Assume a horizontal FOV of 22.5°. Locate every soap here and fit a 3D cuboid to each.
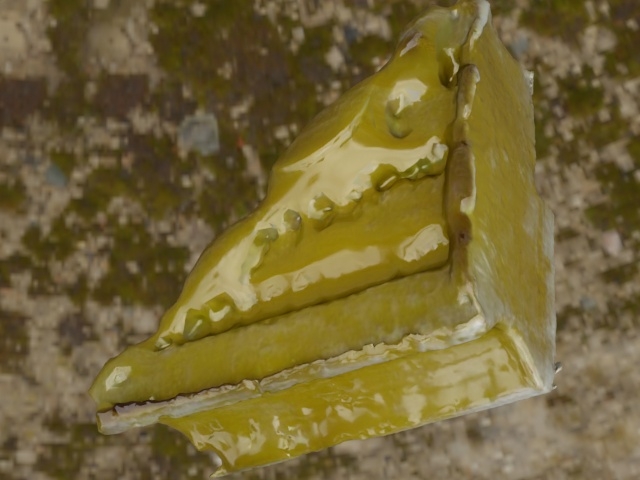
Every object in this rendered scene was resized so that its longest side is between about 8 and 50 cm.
[{"bbox_3d":[0.000,0.000,1.245,0.339,0.304,0.169,-17,139,27],"label":"soap"}]
